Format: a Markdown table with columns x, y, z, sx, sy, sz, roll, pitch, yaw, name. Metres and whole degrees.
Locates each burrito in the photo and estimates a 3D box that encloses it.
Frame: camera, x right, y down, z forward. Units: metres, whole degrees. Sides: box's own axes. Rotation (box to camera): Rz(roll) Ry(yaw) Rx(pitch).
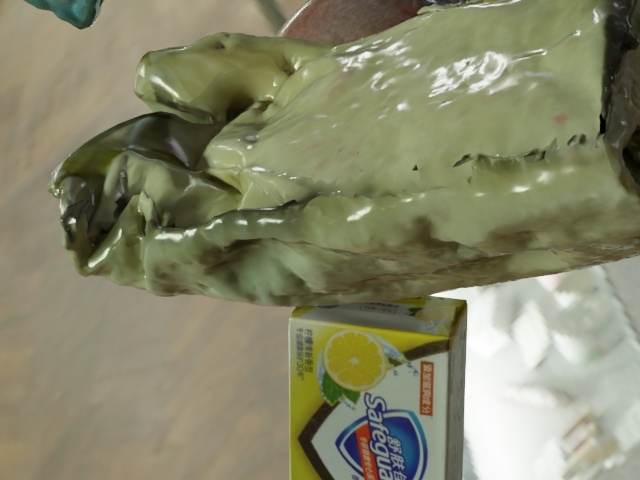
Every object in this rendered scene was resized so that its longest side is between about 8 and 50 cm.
| x | y | z | sx | sy | sz | roll | pitch | yaw | name |
| --- | --- | --- | --- | --- | --- | --- | --- | --- | --- |
| 0.027 | -0.039 | 0.878 | 0.332 | 0.135 | 0.190 | -8 | 42 | 28 | burrito |

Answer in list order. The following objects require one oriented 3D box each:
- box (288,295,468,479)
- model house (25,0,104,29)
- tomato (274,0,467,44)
| x | y | z | sx | sy | sz | roll | pitch | yaw | name |
| --- | --- | --- | --- | --- | --- | --- | --- | --- | --- |
| 0.056 | 0.183 | 1.705 | 0.168 | 0.265 | 0.097 | 8 | 23 | 15 | box |
| -0.227 | -0.348 | 1.292 | 0.241 | 0.261 | 0.226 | -54 | 17 | 45 | model house |
| 0.072 | -0.119 | 1.524 | 0.270 | 0.270 | 0.227 | -74 | -2 | -53 | tomato |
